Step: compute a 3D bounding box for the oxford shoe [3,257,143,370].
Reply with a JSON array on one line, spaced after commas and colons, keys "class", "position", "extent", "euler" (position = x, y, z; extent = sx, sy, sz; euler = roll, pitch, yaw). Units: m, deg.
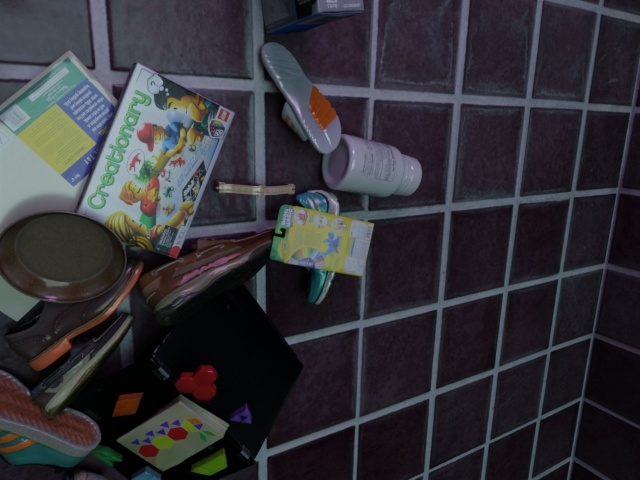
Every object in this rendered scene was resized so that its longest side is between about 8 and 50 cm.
[{"class": "oxford shoe", "position": [-0.455, 0.117, 0.895], "extent": [0.271, 0.097, 0.098], "euler": [-45, 114, -15]}]

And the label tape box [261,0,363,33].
[{"class": "label tape box", "position": [-0.038, -0.580, 0.884], "extent": [0.106, 0.241, 0.333], "euler": [-16, 110, -26]}]

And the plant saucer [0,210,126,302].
[{"class": "plant saucer", "position": [-0.438, 0.023, 0.817], "extent": [0.199, 0.036, 0.198], "euler": [-11, 131, -13]}]

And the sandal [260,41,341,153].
[{"class": "sandal", "position": [-0.051, -0.306, 1.055], "extent": [0.102, 0.076, 0.265], "euler": [-38, 99, -34]}]

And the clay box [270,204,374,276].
[{"class": "clay box", "position": [0.000, 0.000, 1.068], "extent": [0.222, 0.053, 0.127], "euler": [12, 91, -18]}]

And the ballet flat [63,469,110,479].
[{"class": "ballet flat", "position": [-0.509, 0.631, 0.985], "extent": [0.106, 0.107, 0.316], "euler": [17, 94, -33]}]

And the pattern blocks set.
[{"class": "pattern blocks set", "position": [-0.297, 0.394, 0.977], "extent": [0.325, 0.026, 0.285], "euler": [-26, 119, 7]}]

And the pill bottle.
[{"class": "pill bottle", "position": [0.129, -0.173, 1.159], "extent": [0.229, 0.131, 0.131], "euler": [6, 99, -33]}]

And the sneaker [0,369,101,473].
[{"class": "sneaker", "position": [-0.568, 0.339, 0.870], "extent": [0.302, 0.108, 0.121], "euler": [40, 100, -21]}]

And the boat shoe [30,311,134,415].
[{"class": "boat shoe", "position": [-0.454, 0.221, 0.918], "extent": [0.073, 0.080, 0.223], "euler": [36, 62, -4]}]

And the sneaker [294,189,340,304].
[{"class": "sneaker", "position": [-0.022, 0.016, 1.149], "extent": [0.110, 0.107, 0.275], "euler": [0, 96, -17]}]

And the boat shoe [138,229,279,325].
[{"class": "boat shoe", "position": [-0.224, 0.046, 0.994], "extent": [0.324, 0.120, 0.122], "euler": [-31, 162, -43]}]

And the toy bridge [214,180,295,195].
[{"class": "toy bridge", "position": [-0.139, -0.113, 1.048], "extent": [0.188, 0.063, 0.026], "euler": [-3, 104, -32]}]

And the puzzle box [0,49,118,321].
[{"class": "puzzle box", "position": [-0.489, -0.092, 0.842], "extent": [0.409, 0.052, 0.272], "euler": [-47, 121, -13]}]

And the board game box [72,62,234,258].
[{"class": "board game box", "position": [-0.304, -0.138, 0.881], "extent": [0.193, 0.053, 0.305], "euler": [21, 91, -34]}]

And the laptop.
[{"class": "laptop", "position": [-0.294, 0.334, 1.096], "extent": [0.408, 0.236, 0.382], "euler": [-27, 118, 8]}]
